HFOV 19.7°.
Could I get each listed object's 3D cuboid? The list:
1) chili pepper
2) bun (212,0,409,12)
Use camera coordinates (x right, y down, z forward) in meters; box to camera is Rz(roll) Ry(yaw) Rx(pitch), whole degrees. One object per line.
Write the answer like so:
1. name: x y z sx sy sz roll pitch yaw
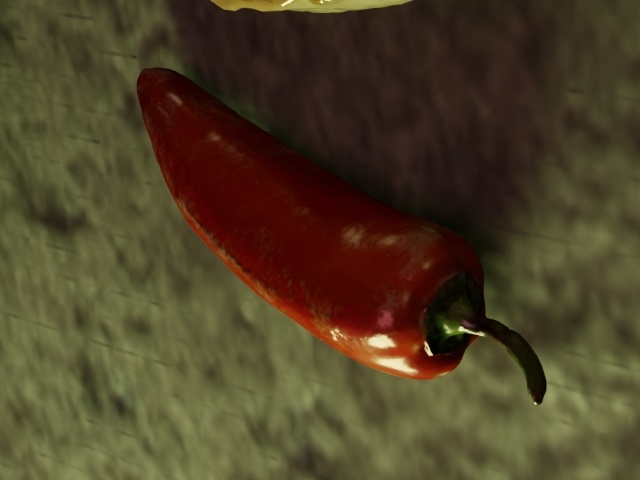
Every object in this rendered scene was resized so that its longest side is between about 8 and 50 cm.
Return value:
1. chili pepper: 0.000 0.000 0.792 0.272 0.071 0.063 35 164 37
2. bun: 0.001 -0.234 0.642 0.299 0.165 0.299 29 137 31
